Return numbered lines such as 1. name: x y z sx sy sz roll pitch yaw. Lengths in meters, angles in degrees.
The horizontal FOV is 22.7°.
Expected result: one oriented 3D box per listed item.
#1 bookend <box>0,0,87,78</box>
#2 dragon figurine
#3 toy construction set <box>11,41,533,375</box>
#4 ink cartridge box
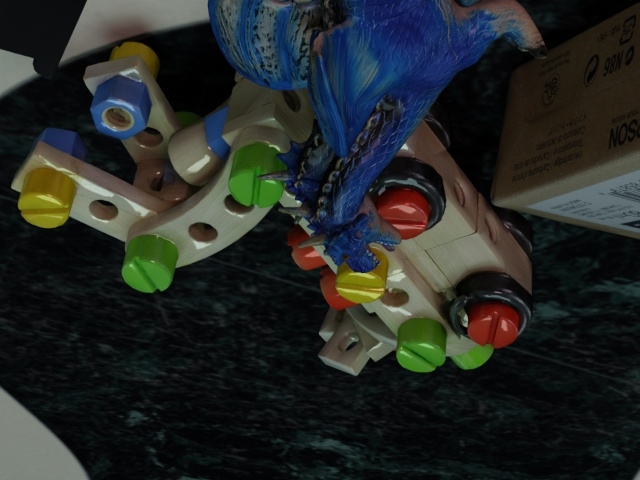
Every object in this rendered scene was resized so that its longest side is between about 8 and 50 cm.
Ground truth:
1. bookend: -0.178 -0.165 0.757 0.156 0.072 0.157 14 150 -15
2. dragon figurine: 0.010 -0.093 0.691 0.144 0.085 0.289 -40 148 -7
3. toy construction set: 0.000 0.000 0.944 0.215 0.151 0.328 -20 145 27
4. ink cartridge box: 0.221 -0.051 0.817 0.193 0.088 0.235 14 170 -14
